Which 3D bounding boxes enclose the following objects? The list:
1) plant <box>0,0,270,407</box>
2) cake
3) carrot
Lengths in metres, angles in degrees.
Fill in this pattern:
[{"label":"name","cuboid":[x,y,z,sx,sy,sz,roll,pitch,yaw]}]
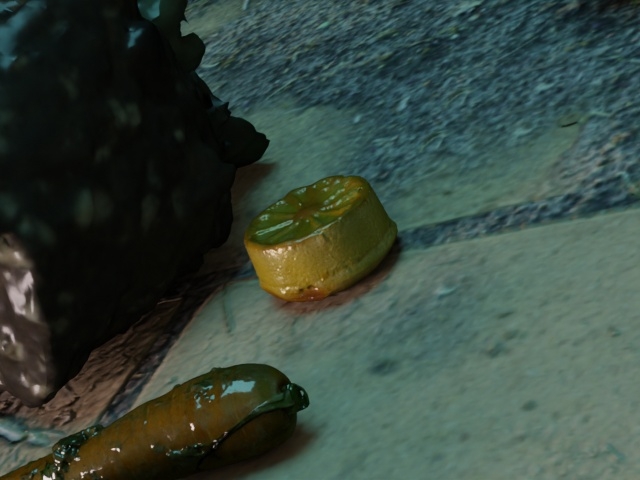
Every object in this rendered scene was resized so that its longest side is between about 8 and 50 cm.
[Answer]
[{"label":"plant","cuboid":[-0.155,-0.064,1.054,0.213,0.215,0.312,-7,29,45]},{"label":"cake","cuboid":[0.000,0.000,0.969,0.084,0.044,0.084,-22,25,11]},{"label":"carrot","cuboid":[-0.118,0.116,0.879,0.254,0.049,0.049,-23,25,21]}]
